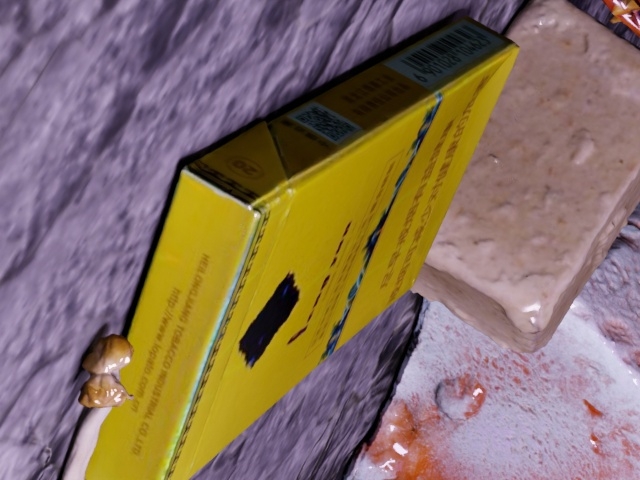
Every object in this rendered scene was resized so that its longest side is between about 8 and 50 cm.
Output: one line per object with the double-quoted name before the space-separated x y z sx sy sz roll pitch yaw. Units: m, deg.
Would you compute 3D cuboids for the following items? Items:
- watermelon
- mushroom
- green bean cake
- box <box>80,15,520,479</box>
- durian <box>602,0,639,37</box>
"watermelon" 0.148 0.090 1.178 0.320 0.289 0.214 -46 134 -2
"mushroom" -0.121 0.151 0.735 0.028 0.026 0.286 -16 138 -46
"green bean cake" 0.120 -0.036 0.988 0.179 0.109 0.085 -56 164 -16
"box" 0.000 0.000 0.797 0.279 0.041 0.153 -35 152 -57
"durian" 0.253 -0.204 0.729 0.384 0.347 0.348 -25 144 -50
